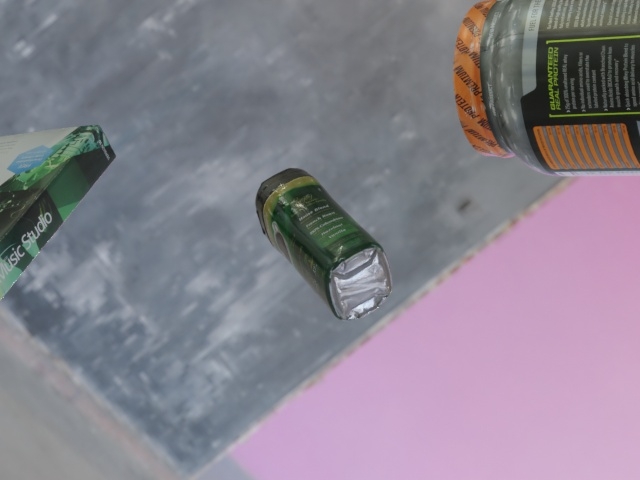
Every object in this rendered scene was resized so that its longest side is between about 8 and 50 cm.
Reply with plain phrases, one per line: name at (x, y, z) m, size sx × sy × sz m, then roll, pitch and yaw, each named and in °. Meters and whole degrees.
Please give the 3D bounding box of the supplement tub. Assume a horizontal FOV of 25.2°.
supplement tub at (0.295, -0.155, 1.313) m, size 0.316 × 0.194 × 0.193 m, roll 2°, pitch -26°, yaw 30°

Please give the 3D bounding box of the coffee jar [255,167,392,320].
coffee jar at (0.000, 0.000, 1.560) m, size 0.184 × 0.079 × 0.096 m, roll 47°, pitch -20°, yaw 44°

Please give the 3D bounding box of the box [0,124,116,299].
box at (-0.407, -0.013, 1.648) m, size 0.058 × 0.232 × 0.322 m, roll 64°, pitch 37°, yaw -31°
